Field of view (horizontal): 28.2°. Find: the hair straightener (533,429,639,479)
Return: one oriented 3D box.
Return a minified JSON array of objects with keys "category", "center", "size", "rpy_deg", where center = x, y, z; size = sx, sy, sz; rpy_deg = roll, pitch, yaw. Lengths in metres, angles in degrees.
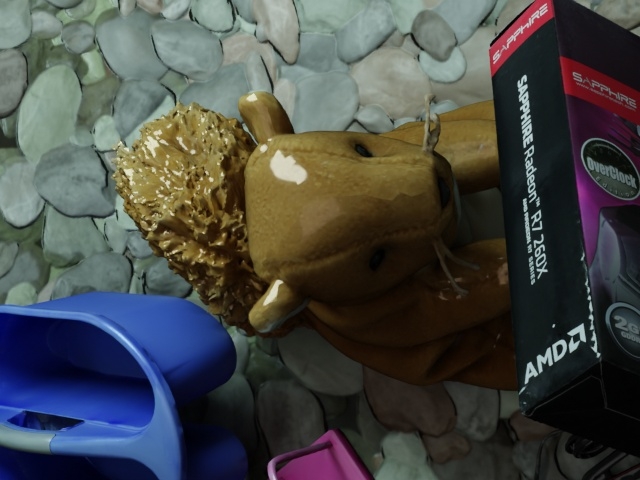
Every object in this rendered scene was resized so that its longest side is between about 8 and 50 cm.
[{"category":"hair straightener","center":[0.287,0.172,1.167],"size":[0.230,0.047,0.089],"rpy_deg":[-35,74,23]}]

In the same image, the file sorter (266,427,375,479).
[{"category":"file sorter","center":[-0.067,0.355,1.233],"size":[0.291,0.182,0.202],"rpy_deg":[-41,73,17]}]

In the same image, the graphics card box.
[{"category":"graphics card box","center":[0.254,-0.006,0.993],"size":[0.094,0.233,0.371],"rpy_deg":[-43,33,43]}]

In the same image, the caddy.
[{"category":"caddy","center":[-0.235,0.178,1.274],"size":[0.341,0.179,0.241],"rpy_deg":[1,100,39]}]

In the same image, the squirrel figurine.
[{"category":"squirrel figurine","center":[0.000,0.000,1.118],"size":[0.397,0.370,0.281],"rpy_deg":[-2,87,24]}]
